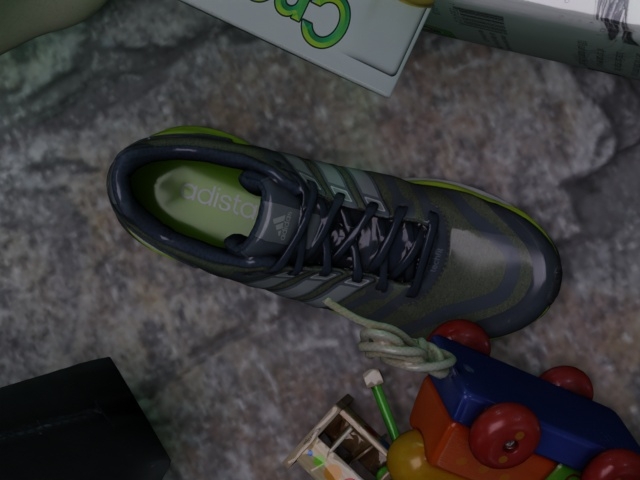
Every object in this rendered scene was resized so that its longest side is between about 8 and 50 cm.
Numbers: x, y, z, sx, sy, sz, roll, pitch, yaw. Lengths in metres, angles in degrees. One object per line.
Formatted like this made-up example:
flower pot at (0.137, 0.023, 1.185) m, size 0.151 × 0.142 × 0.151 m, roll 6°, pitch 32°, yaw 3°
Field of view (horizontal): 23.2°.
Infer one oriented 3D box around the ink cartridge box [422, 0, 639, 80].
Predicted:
ink cartridge box at (0.157, -0.164, 0.897) m, size 0.273 × 0.198 × 0.114 m, roll 14°, pitch 92°, yaw 9°

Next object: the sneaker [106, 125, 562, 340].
sneaker at (0.000, 0.000, 0.967) m, size 0.300 × 0.121 × 0.111 m, roll 11°, pitch 94°, yaw 9°

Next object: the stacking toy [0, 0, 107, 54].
stacking toy at (-0.261, -0.357, 0.876) m, size 0.351 × 0.350 × 0.480 m, roll -38°, pitch 89°, yaw 9°

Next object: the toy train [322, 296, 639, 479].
toy train at (0.063, 0.127, 0.926) m, size 0.248 × 0.105 × 0.143 m, roll 24°, pitch 111°, yaw -28°

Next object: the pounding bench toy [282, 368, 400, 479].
pounding bench toy at (0.030, 0.131, 1.000) m, size 0.065 × 0.052 × 0.083 m, roll 42°, pitch 98°, yaw 6°

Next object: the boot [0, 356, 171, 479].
boot at (-0.348, 0.223, 0.905) m, size 0.367 × 0.445 × 0.146 m, roll -39°, pitch 72°, yaw 39°

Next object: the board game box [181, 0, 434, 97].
board game box at (-0.051, -0.209, 0.708) m, size 0.305 × 0.053 × 0.193 m, roll 21°, pitch 96°, yaw -35°
